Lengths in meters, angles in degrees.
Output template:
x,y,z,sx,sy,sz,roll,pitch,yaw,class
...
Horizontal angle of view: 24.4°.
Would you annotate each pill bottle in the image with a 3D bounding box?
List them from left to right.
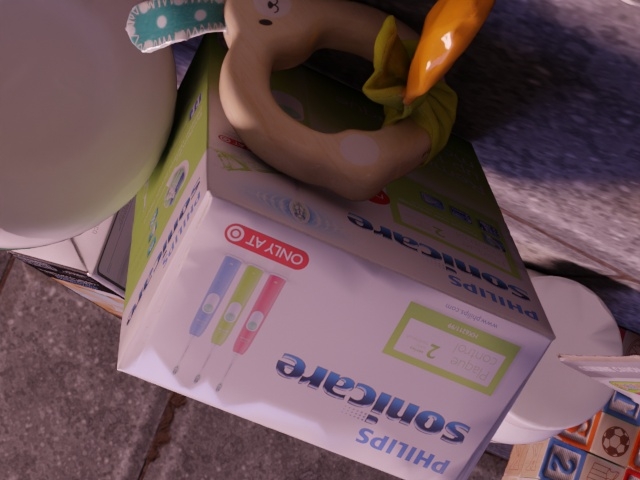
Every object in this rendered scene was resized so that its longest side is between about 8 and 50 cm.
x,y,z,sx,sy,sz,roll,pitch,yaw,class
-0.246,-0.091,1.027,0.204,0.204,0.361,25,170,-20,pill bottle
0.164,0.109,1.380,0.162,0.162,0.278,23,169,-10,pill bottle

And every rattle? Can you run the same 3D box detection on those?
x,y,z,sx,sy,sz,roll,pitch,yaw,class
-0.015,-0.125,0.787,0.200,0.130,0.143,45,166,19,rattle

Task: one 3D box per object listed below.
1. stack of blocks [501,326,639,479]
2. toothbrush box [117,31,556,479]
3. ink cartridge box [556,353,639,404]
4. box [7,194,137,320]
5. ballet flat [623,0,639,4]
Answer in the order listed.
x,y,z,sx,sy,sz,roll,pitch,yaw,class
0.277,0.242,1.464,0.171,0.297,0.087,22,168,-12,stack of blocks
0.000,0.000,0.898,0.206,0.122,0.283,23,-157,-14,toothbrush box
0.339,0.071,0.925,0.271,0.130,0.309,25,169,-13,ink cartridge box
-0.156,-0.015,1.360,0.087,0.169,0.290,14,167,21,box
0.132,-0.116,0.496,0.248,0.086,0.086,13,167,37,ballet flat
